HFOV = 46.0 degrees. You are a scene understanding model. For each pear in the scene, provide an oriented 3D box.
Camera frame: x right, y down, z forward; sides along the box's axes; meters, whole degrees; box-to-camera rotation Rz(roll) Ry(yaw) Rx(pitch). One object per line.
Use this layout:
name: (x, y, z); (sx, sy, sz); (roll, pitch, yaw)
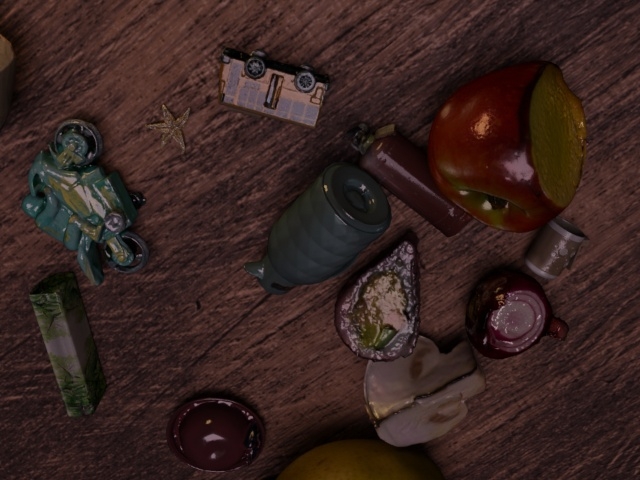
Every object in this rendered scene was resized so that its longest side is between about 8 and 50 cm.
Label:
pear: (0.072, 0.563, 1.464); (0.418, 0.362, 0.363); (-13, 116, -26)

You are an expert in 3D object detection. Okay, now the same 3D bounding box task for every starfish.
starfish: (-0.258, -0.197, 1.328); (0.086, 0.016, 0.092); (-24, 105, 13)

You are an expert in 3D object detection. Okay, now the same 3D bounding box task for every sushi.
sushi: (0.105, 0.103, 1.400); (0.161, 0.107, 0.241); (0, 102, 11)

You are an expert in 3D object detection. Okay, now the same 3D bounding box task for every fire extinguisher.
fire extinguisher: (0.150, -0.117, 1.305); (0.269, 0.105, 0.105); (37, 109, -14)

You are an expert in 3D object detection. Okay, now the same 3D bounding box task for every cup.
cup: (0.432, 0.014, 1.384); (0.074, 0.102, 0.099); (39, 115, 27)

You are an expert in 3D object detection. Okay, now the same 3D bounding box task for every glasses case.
glasses case: (-0.486, 0.203, 1.461); (0.062, 0.095, 0.272); (-6, 112, 5)

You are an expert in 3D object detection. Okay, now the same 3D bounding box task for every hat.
hat: (-0.217, 0.411, 1.547); (0.205, 0.089, 0.206); (0, 113, 0)

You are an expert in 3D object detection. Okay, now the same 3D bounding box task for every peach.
peach: (0.304, -0.165, 1.213); (0.245, 0.275, 0.249); (21, 154, 22)

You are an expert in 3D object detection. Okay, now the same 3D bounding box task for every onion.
onion: (0.363, 0.138, 1.407); (0.198, 0.135, 0.173); (15, 111, -22)

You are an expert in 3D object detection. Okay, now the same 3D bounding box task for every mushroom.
mushroom: (0.193, 0.282, 1.475); (0.236, 0.162, 0.173); (-26, 141, -3)

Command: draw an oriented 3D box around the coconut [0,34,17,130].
coconut: (-0.598, -0.259, 1.203); (0.230, 0.227, 0.227); (41, 108, -16)

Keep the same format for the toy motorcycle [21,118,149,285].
toy motorcycle: (-0.429, -0.056, 1.344); (0.198, 0.109, 0.297); (-20, 110, 12)

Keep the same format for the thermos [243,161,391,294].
thermos: (0.000, 0.000, 1.328); (0.182, 0.145, 0.286); (11, 143, -32)

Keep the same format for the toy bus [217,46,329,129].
toy bus: (-0.083, -0.254, 1.261); (0.182, 0.091, 0.103); (14, 112, -7)

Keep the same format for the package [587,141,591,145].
package: (0.420, -0.145, 1.326); (0.077, 0.033, 0.111); (29, 116, -21)
